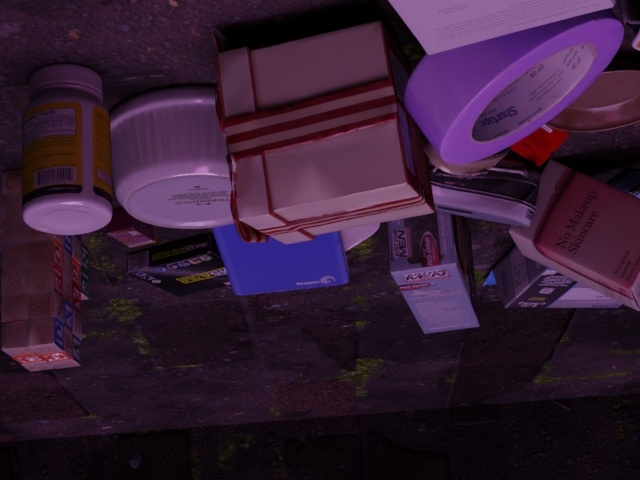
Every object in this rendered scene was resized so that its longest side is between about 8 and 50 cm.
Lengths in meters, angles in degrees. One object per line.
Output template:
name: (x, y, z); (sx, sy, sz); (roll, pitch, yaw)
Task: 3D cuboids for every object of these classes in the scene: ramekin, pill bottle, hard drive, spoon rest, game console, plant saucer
ramekin: (-0.186, -0.113, 1.912); (0.272, 0.127, 0.273); (-4, 159, -2)
pill bottle: (-0.340, -0.123, 1.736); (0.119, 0.209, 0.119); (-4, 159, -1)
hard drive: (-0.074, -0.018, 2.193); (0.210, 0.040, 0.319); (-6, 144, 5)
spoon rest: (0.000, 0.000, 2.315); (0.137, 0.084, 0.276); (8, 157, -30)
game console: (0.297, -0.169, 2.023); (0.124, 0.085, 0.144); (-47, 144, 16)
plant saucer: (0.413, -0.215, 1.891); (0.198, 0.036, 0.198); (-4, 159, -1)

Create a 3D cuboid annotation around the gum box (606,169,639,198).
gum box: (0.579, -0.070, 2.305); (0.184, 0.041, 0.157); (6, 158, -22)

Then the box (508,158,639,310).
box: (0.453, -0.010, 2.139); (0.232, 0.149, 0.127); (27, 173, 27)

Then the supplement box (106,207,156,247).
supplement box: (-0.327, -0.023, 2.242); (0.055, 0.043, 0.083); (-11, 159, 18)

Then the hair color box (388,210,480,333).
hair color box: (0.199, 0.021, 2.265); (0.113, 0.185, 0.374); (-8, 159, 11)

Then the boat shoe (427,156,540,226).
boat shoe: (0.192, -0.105, 2.040); (0.306, 0.105, 0.113); (12, 173, 13)

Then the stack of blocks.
stack of blocks: (-0.434, 0.051, 2.055); (0.087, 0.297, 0.171); (-8, 158, 7)

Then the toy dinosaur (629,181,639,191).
toy dinosaur: (0.662, -0.104, 2.135); (0.295, 0.127, 0.200); (15, 147, -16)

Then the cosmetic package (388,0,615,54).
cosmetic package: (0.179, -0.329, 1.394); (0.224, 0.138, 0.224); (-12, 157, 19)

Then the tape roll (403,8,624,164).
tape roll: (0.241, -0.214, 1.620); (0.274, 0.090, 0.275); (-30, 163, -10)

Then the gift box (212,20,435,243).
gift box: (-0.011, -0.146, 1.697); (0.258, 0.255, 0.276); (-12, 164, 13)

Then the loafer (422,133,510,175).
loafer: (0.213, -0.134, 1.826); (0.092, 0.102, 0.268); (-49, 168, 30)

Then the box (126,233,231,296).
box: (-0.239, 0.050, 2.455); (0.190, 0.045, 0.184); (-13, 155, 24)

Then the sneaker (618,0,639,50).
sneaker: (0.448, -0.280, 1.605); (0.127, 0.126, 0.321); (-18, 145, 23)

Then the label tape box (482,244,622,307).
label tape box: (0.494, 0.069, 2.559); (0.249, 0.115, 0.348); (0, 157, -12)
